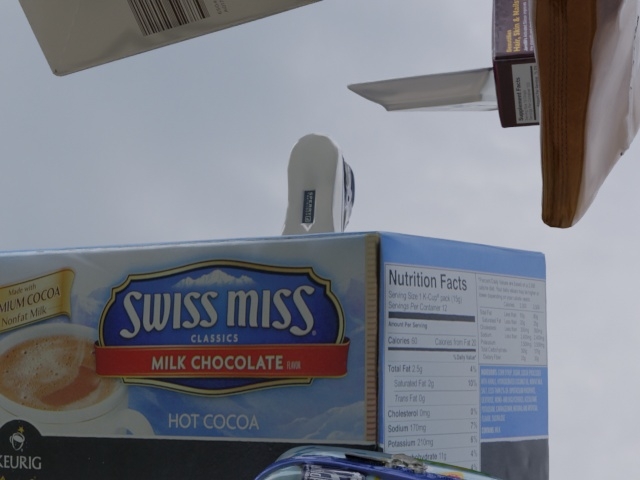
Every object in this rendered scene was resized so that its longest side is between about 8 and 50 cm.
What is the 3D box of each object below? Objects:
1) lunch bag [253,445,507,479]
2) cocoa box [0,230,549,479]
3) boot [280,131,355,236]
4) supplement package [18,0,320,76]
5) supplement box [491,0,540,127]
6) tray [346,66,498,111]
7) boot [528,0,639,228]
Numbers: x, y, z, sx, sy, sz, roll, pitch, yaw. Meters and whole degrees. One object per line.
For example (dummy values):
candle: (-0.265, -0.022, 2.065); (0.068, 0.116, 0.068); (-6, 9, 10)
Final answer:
lunch bag: (0.034, 0.220, 0.872); (0.176, 0.219, 0.090); (11, -2, 4)
cocoa box: (-0.043, 0.115, 1.157); (0.347, 0.228, 0.231); (-3, -5, 34)
boot: (0.000, 0.000, 1.578); (0.069, 0.190, 0.086); (5, -16, 20)
supplement package: (-0.068, -0.258, 1.054); (0.199, 0.262, 0.198); (-12, -68, 28)
supplement box: (0.235, -0.159, 1.366); (0.188, 0.104, 0.081); (-4, -43, 9)
tray: (0.150, -0.138, 1.563); (0.145, 0.270, 0.030); (-3, -88, 31)
boot: (0.102, -0.126, 0.782); (0.096, 0.264, 0.280); (9, -51, 15)
